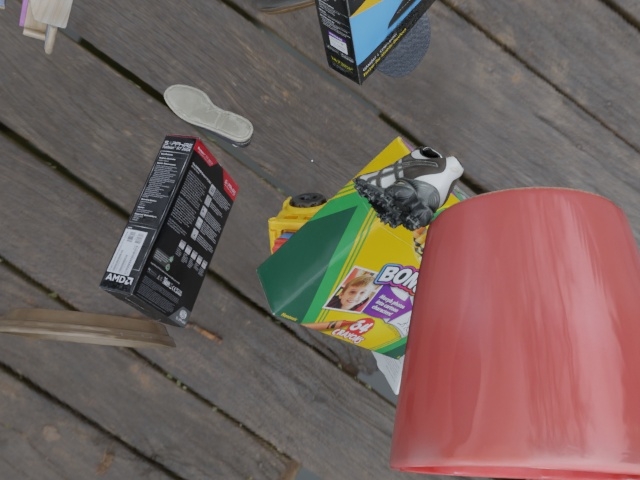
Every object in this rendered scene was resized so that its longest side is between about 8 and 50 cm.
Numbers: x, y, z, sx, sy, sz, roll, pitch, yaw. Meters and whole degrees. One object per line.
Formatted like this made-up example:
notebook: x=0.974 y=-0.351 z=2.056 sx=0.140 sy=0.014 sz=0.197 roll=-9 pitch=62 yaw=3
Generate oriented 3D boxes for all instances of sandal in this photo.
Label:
sandal: x=0.059 y=-0.315 z=0.796 sx=0.097 sy=0.054 sz=0.254 roll=-30 pitch=130 yaw=18

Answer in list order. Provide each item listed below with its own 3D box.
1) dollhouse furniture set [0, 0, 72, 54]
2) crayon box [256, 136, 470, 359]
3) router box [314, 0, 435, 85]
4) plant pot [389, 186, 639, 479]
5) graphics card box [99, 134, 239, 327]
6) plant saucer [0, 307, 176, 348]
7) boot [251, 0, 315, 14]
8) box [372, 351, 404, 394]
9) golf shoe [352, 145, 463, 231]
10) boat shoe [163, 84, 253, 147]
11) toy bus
dollhouse furniture set: x=-0.521 y=-0.423 z=0.912 sx=0.303 sy=0.198 sz=0.286 roll=9 pitch=138 yaw=-29
crayon box: x=0.131 y=0.039 z=1.055 sx=0.313 sy=0.106 sz=0.363 roll=-42 pitch=140 yaw=19
router box: x=0.068 y=-0.245 z=0.557 sx=0.046 sy=0.133 sz=0.179 roll=35 pitch=78 yaw=20
plant pot: x=0.201 y=0.097 z=0.602 sx=0.275 sy=0.275 sz=0.243 roll=4 pitch=69 yaw=-1
graphics card box: x=-0.317 y=-0.017 z=1.394 sx=0.094 sy=0.233 sz=0.370 roll=9 pitch=69 yaw=21
plant saucer: x=-0.368 y=0.142 z=1.008 sx=0.278 sy=0.278 sz=0.041 roll=6 pitch=78 yaw=-1
boot: x=0.027 y=-0.466 z=1.161 sx=0.305 sy=0.115 sz=0.112 roll=-17 pitch=69 yaw=6
box: x=0.230 y=0.249 z=1.484 sx=0.182 sy=0.181 sz=0.119 roll=-1 pitch=124 yaw=-21
golf shoe: x=0.106 y=-0.065 z=0.759 sx=0.094 sy=0.198 sz=0.077 roll=-43 pitch=109 yaw=-6
boat shoe: x=-0.233 y=-0.252 z=1.318 sx=0.206 sy=0.065 sz=0.075 roll=28 pitch=72 yaw=6
toy bus: x=0.000 y=0.000 z=1.276 sx=0.220 sy=0.211 sz=0.149 roll=3 pitch=109 yaw=19
